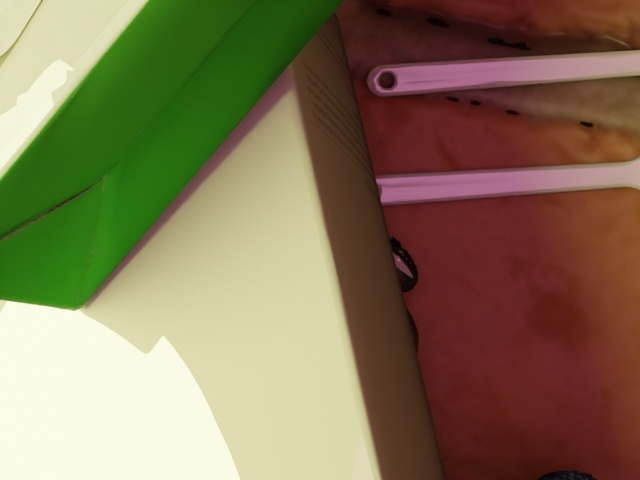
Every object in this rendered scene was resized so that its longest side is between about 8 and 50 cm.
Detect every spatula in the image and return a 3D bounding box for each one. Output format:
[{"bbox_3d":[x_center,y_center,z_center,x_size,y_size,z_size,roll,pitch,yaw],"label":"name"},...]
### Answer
[{"bbox_3d":[0.134,-0.094,0.805,0.242,0.019,0.168,-3,97,1],"label":"spatula"}]

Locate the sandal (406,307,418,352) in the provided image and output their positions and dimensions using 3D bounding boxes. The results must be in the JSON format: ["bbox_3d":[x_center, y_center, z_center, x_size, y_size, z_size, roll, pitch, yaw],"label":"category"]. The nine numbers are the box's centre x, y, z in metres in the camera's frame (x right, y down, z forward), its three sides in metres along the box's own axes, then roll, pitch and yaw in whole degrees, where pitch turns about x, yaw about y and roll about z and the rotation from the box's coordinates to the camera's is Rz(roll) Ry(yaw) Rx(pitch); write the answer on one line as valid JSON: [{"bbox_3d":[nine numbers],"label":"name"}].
[{"bbox_3d":[-0.028,0.116,0.788,0.090,0.060,0.219,41,91,-1],"label":"sandal"}]

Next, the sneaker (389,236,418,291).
[{"bbox_3d":[0.000,0.000,0.798,0.109,0.040,0.043,31,96,7],"label":"sneaker"}]

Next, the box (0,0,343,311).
[{"bbox_3d":[-0.105,-0.147,0.566,0.231,0.127,0.262,44,98,17],"label":"box"}]

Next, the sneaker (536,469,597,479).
[{"bbox_3d":[0.119,0.267,0.752,0.130,0.147,0.330,8,100,8],"label":"sneaker"}]

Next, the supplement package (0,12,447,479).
[{"bbox_3d":[-0.060,0.031,0.685,0.175,0.177,0.293,-15,77,10],"label":"supplement package"}]
